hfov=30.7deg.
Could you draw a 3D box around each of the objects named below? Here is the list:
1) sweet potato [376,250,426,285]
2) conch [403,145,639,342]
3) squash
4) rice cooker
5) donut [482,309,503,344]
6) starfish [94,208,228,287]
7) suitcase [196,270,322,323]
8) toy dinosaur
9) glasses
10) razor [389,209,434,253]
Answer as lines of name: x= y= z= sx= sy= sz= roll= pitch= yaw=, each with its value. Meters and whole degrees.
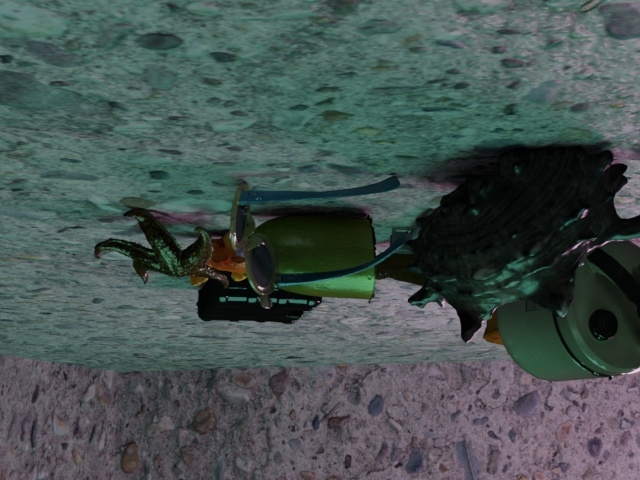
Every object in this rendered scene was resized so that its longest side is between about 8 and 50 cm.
sweet potato: x=0.200 y=0.042 z=1.754 sx=0.285 sy=0.085 sz=0.112 roll=-6 pitch=141 yaw=27
conch: x=0.237 y=-0.005 z=1.356 sx=0.313 sy=0.186 sz=0.240 roll=-34 pitch=177 yaw=39
squash: x=-0.016 y=0.017 z=1.596 sx=0.186 sy=0.123 sz=0.123 roll=6 pitch=168 yaw=-4
rice cooker: x=0.409 y=0.104 z=1.798 sx=0.226 sy=0.226 sz=0.244 roll=5 pitch=169 yaw=-25
donut: x=0.438 y=0.132 z=2.184 sx=0.277 sy=0.108 sz=0.277 roll=0 pitch=168 yaw=0
starfish: x=-0.203 y=0.027 z=1.641 sx=0.213 sy=0.057 sz=0.238 roll=-13 pitch=146 yaw=42
suitcase: x=-0.118 y=0.105 z=2.161 sx=0.206 sy=0.066 sz=0.285 roll=3 pitch=169 yaw=-11
toy dinosaur: x=-0.103 y=0.024 z=1.757 sx=0.288 sy=0.070 sz=0.117 roll=-1 pitch=170 yaw=-20
glasses: x=-0.004 y=-0.024 z=1.464 sx=0.220 sy=0.088 sz=0.190 roll=-19 pitch=141 yaw=2
razor: x=0.143 y=-0.015 z=1.636 sx=0.068 sy=0.040 sz=0.135 roll=1 pitch=164 yaw=-7
